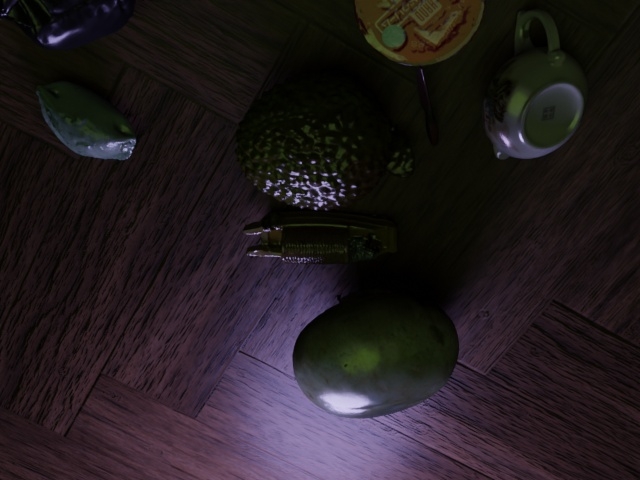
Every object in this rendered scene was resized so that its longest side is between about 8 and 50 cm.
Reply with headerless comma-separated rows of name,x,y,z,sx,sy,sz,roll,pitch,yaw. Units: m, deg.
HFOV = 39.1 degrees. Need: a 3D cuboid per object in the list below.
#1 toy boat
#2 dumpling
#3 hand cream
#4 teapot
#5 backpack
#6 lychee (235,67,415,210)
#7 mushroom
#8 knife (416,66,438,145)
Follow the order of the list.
toy boat,0.000,0.000,1.824,0.310,0.115,0.089,3,121,5
dumpling,-0.467,-0.218,1.758,0.217,0.105,0.149,34,113,-17
hand cream,0.167,-0.422,1.534,0.230,0.149,0.230,3,118,6
teapot,0.380,-0.259,1.614,0.204,0.139,0.298,-4,121,-22
backpack,-0.501,-0.517,1.470,0.255,0.363,0.445,-30,102,-3
lychee,0.005,-0.178,1.638,0.320,0.270,0.270,-30,120,-23
mushroom,0.114,0.220,1.839,0.352,0.260,0.352,-10,159,-4
knife,0.195,-0.244,1.641,0.018,0.035,0.247,-29,150,-3
